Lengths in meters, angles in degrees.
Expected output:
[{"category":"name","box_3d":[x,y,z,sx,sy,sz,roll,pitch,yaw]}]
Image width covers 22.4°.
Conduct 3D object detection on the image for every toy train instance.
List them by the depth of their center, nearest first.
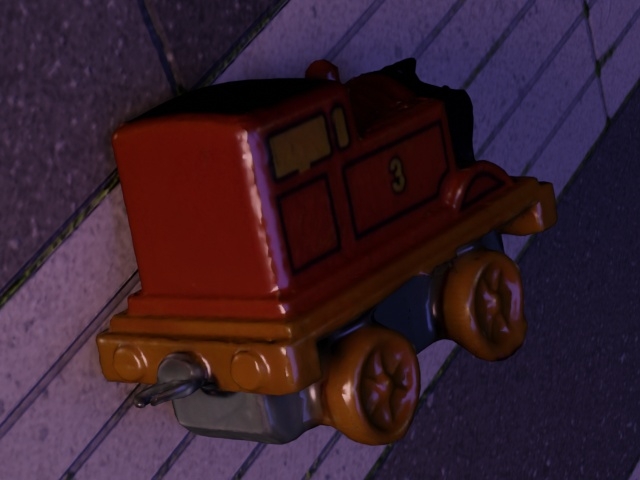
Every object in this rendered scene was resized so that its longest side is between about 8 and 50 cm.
[{"category":"toy train","box_3d":[0.000,0.000,1.044,0.369,0.163,0.231,-29,114,-49]}]
